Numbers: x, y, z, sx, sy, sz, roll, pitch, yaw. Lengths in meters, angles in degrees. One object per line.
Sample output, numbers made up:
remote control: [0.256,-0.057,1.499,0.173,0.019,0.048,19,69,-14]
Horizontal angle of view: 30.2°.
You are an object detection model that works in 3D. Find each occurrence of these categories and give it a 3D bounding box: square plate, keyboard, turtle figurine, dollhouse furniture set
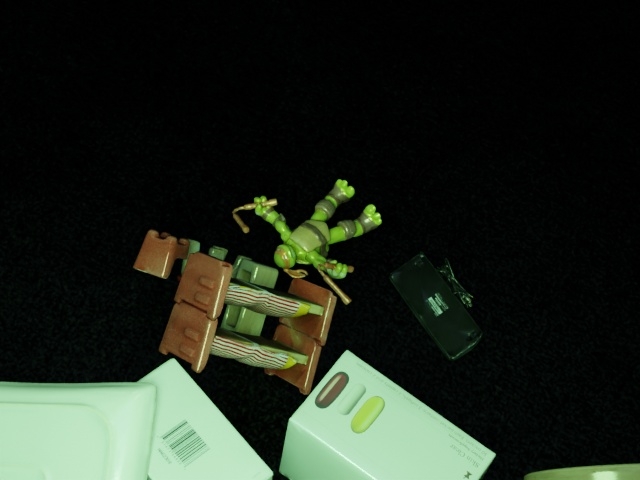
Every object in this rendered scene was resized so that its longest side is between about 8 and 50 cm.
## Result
square plate: [-0.398,0.349,1.548,0.344,0.049,0.347,0,70,10]
keyboard: [0.206,0.107,1.995,0.100,0.038,0.192,-34,66,0]
turtle figurine: [0.000,0.000,2.000,0.269,0.087,0.217,37,52,26]
dollhouse furniture set: [-0.164,0.093,1.773,0.201,0.374,0.152,17,91,-34]

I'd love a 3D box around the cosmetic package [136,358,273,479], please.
cosmetic package: [-0.190,0.327,1.679,0.138,0.224,0.224,-34,67,-25]

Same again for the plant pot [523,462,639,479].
plant pot: [0.432,0.440,1.691,0.263,0.263,0.229,-1,74,-8]

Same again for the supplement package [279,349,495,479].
supplement package: [0.089,0.324,1.728,0.262,0.204,0.145,34,60,14]
